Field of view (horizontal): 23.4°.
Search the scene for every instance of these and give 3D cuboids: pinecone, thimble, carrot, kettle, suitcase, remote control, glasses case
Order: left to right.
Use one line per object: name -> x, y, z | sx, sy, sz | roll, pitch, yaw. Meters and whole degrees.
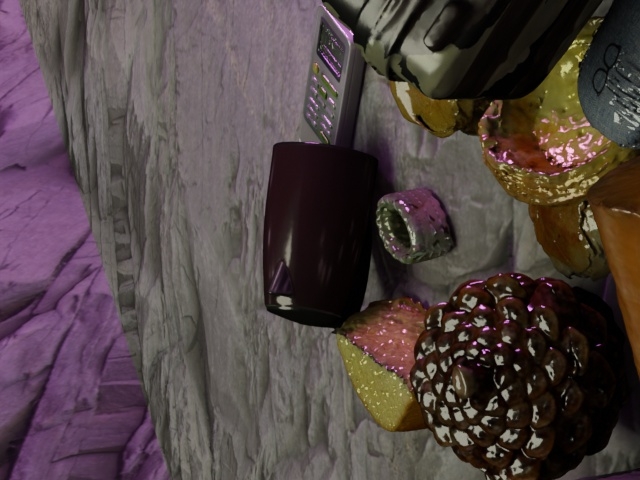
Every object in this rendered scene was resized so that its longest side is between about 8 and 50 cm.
kettle -> 0.000, 0.000, 2.076 | 0.144, 0.202, 0.232 | 5, 82, 30
remote control -> 0.016, -0.202, 2.124 | 0.103, 0.034, 0.250 | 56, 149, 37
thimble -> 0.120, -0.017, 1.959 | 0.110, 0.062, 0.084 | 46, 142, 48
suitcase -> 0.178, -0.291, 1.346 | 0.194, 0.339, 0.351 | 42, 112, 19
pinecone -> 0.216, 0.143, 1.604 | 0.224, 0.272, 0.224 | -4, 82, 32
glasses case -> 0.315, -0.207, 1.339 | 0.109, 0.067, 0.282 | 54, 130, 39
carrot -> 0.349, 0.048, 1.359 | 0.196, 0.196, 0.254 | 20, 129, 62

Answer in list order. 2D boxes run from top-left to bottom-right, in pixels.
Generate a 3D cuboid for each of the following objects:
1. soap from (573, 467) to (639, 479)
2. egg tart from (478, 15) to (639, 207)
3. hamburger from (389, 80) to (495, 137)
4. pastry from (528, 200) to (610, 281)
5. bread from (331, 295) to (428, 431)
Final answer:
soap -> 0.294, 0.409, 1.624 | 0.435, 0.213, 0.350 | -32, 76, 65
egg tart -> 0.255, -0.119, 1.499 | 0.212, 0.090, 0.212 | -21, 52, 30
hamburger -> 0.160, -0.201, 1.726 | 0.177, 0.113, 0.185 | -121, 36, -45
pastry -> 0.270, -0.033, 1.593 | 0.153, 0.081, 0.153 | 52, 151, 45
bread -> 0.120, 0.177, 1.991 | 0.260, 0.129, 0.134 | 30, 137, 60
